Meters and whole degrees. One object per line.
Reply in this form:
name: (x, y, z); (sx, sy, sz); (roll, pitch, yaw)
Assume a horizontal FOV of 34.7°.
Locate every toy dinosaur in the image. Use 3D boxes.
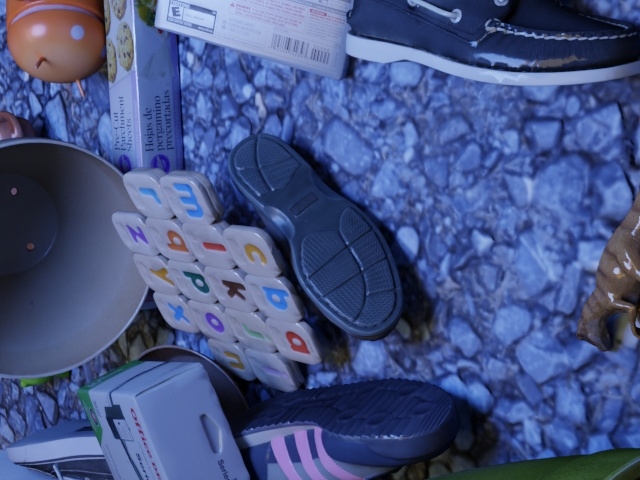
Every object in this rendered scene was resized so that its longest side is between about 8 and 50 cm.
toy dinosaur: (0.249, 0.007, 0.797); (0.112, 0.064, 0.211); (33, 120, 38)

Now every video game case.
video game case: (-0.055, -0.280, 1.016); (0.212, 0.023, 0.193); (18, 114, 14)

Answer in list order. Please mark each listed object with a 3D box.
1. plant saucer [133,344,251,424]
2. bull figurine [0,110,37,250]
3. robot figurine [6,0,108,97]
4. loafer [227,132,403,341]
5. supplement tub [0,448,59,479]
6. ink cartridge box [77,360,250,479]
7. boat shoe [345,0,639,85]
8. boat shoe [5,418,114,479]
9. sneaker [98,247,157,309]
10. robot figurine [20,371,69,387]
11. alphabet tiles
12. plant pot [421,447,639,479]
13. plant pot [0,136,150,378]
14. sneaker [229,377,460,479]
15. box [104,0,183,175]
plant saucer: (-0.153, 0.214, 1.246); (0.199, 0.036, 0.198); (11, 113, 27)
bull figurine: (-0.448, -0.034, 1.481); (0.188, 0.101, 0.310); (11, 107, 46)
robot figurine: (-0.321, -0.287, 1.262); (0.158, 0.128, 0.219); (125, 142, -61)
loafer: (0.000, 0.000, 1.053); (0.267, 0.096, 0.084); (53, 170, 27)
supplement tub: (-0.465, 0.499, 1.511); (0.235, 0.235, 0.324); (18, 110, 43)
ink cartridge box: (-0.178, 0.218, 1.140); (0.208, 0.087, 0.153); (-13, 100, 60)
boat shoe: (0.129, -0.186, 0.846); (0.303, 0.114, 0.091); (17, 116, 42)
boat shoe: (-0.312, 0.305, 1.407); (0.306, 0.113, 0.104); (-12, 95, 31)
sneaker: (-0.250, 0.041, 1.327); (0.134, 0.051, 0.070); (23, 119, 46)
robot figurine: (-0.417, 0.167, 1.514); (0.101, 0.067, 0.115); (49, 129, 26)
alphabet tiles: (-0.116, 0.045, 1.129); (0.278, 0.021, 0.284); (7, 129, 47)
plant pot: (0.152, 0.323, 0.788); (0.353, 0.367, 0.366); (-8, 92, 58)
plant pot: (-0.367, 0.001, 1.247); (0.191, 0.284, 0.284); (29, 119, 58)
sneaker: (0.034, 0.222, 1.050); (0.319, 0.112, 0.131); (-14, 104, 50)
box: (-0.214, -0.230, 1.226); (0.067, 0.063, 0.323); (10, 105, 46)
